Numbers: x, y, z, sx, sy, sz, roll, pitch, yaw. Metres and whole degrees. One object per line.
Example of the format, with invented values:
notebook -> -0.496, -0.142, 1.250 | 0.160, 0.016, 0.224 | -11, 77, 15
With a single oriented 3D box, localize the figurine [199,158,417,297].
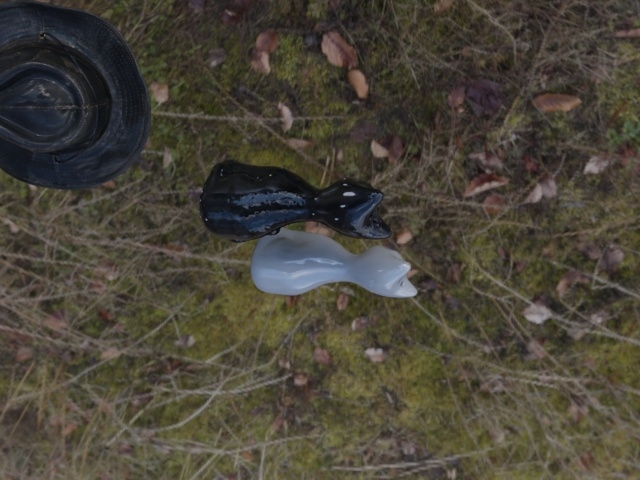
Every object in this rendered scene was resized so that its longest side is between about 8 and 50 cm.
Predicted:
figurine -> 0.000, 0.000, 0.738 | 0.209, 0.092, 0.215 | 5, 149, 27

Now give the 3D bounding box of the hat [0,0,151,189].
hat -> -0.440, -0.208, 0.982 | 0.331, 0.134, 0.331 | 1, 112, 2
